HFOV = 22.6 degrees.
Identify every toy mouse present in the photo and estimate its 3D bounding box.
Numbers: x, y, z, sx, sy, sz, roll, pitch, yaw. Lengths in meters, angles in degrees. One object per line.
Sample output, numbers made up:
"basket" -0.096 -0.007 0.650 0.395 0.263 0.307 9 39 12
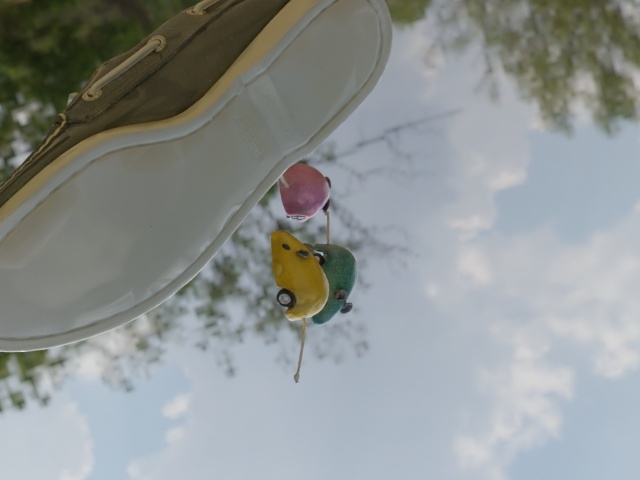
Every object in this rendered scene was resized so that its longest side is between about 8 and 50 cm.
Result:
"toy mouse" 0.000 0.000 1.116 0.031 0.161 0.143 -8 -168 18

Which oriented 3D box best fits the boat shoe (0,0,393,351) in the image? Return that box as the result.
"boat shoe" -0.098 -0.055 0.936 0.319 0.116 0.099 -41 -137 -21
